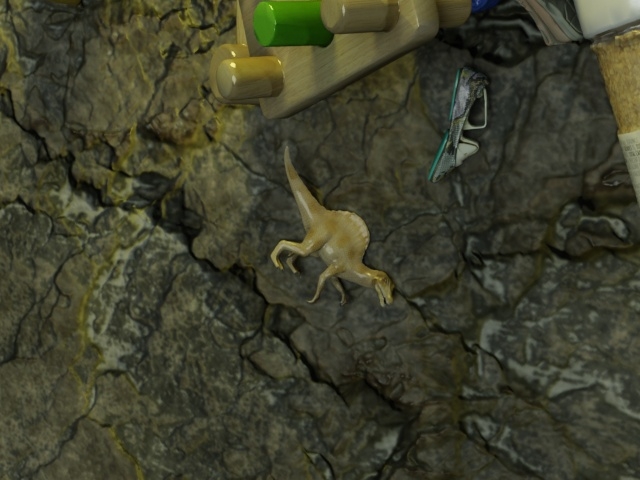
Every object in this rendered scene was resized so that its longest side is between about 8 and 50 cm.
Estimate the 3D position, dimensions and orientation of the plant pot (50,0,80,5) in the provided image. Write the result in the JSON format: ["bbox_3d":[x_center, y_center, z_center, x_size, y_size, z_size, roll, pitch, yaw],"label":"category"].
[{"bbox_3d":[-0.282,-0.298,1.328,0.081,0.083,0.081,46,116,12],"label":"plant pot"}]

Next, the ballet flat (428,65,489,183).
[{"bbox_3d":[0.131,-0.101,1.182,0.041,0.041,0.114,22,111,22],"label":"ballet flat"}]

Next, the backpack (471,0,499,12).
[{"bbox_3d":[0.106,-0.244,1.130,0.120,0.101,0.098,16,116,22],"label":"backpack"}]

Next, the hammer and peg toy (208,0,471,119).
[{"bbox_3d":[-0.035,-0.248,1.110,0.361,0.127,0.266,-18,82,58],"label":"hammer and peg toy"}]

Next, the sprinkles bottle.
[{"bbox_3d":[0.310,-0.059,1.048,0.121,0.121,0.356,-16,93,29],"label":"sprinkles bottle"}]

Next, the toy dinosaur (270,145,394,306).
[{"bbox_3d":[0.000,0.000,1.272,0.092,0.053,0.183,-38,89,13],"label":"toy dinosaur"}]

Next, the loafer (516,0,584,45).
[{"bbox_3d":[0.179,-0.210,1.101,0.039,0.045,0.125,-22,130,37],"label":"loafer"}]
